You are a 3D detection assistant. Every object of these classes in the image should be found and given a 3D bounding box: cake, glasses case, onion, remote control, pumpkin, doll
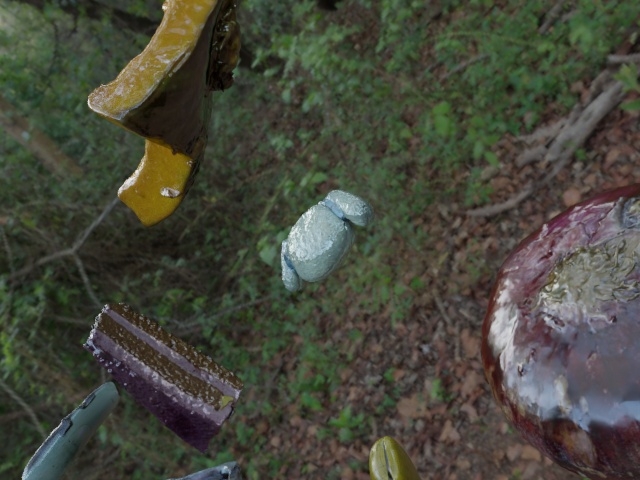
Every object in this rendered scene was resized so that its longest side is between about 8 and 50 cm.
[{"bbox_3d":[-0.244,0.215,1.222,0.113,0.295,0.116,-36,19,34],"label":"cake"},{"bbox_3d":[0.115,0.352,1.023,0.064,0.234,0.079,-17,43,8],"label":"glasses case"},{"bbox_3d":[0.252,0.077,0.600,0.246,0.190,0.246,-38,35,33],"label":"onion"},{"bbox_3d":[-0.480,0.382,1.474,0.045,0.097,0.256,20,53,23],"label":"remote control"},{"bbox_3d":[-0.116,-0.174,0.655,0.258,0.095,0.290,129,153,-69],"label":"pumpkin"},{"bbox_3d":[0.000,0.000,1.136,0.214,0.071,0.103,-49,64,36],"label":"doll"}]

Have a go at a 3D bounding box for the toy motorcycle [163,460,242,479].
[{"bbox_3d":[-0.300,0.568,1.571,0.319,0.241,0.182,-21,45,-25],"label":"toy motorcycle"}]
